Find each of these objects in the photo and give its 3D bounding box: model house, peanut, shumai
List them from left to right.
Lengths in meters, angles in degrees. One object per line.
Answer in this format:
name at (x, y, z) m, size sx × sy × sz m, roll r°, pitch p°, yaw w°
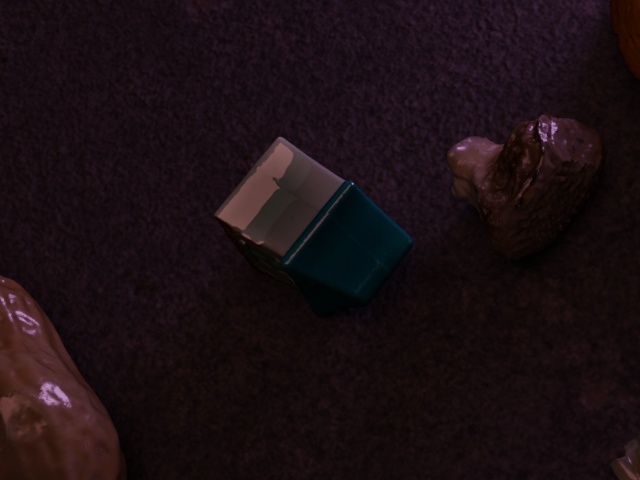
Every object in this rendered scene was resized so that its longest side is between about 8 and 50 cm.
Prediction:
peanut at (-0.275, 0.144, 1.532) m, size 0.143 × 0.159 × 0.291 m, roll -20°, pitch 62°, yaw -24°
model house at (0.000, 0.000, 1.543) m, size 0.149 × 0.127 × 0.100 m, roll 32°, pitch 79°, yaw 26°
shumai at (0.172, -0.058, 1.530) m, size 0.116 × 0.145 × 0.145 m, roll 36°, pitch 80°, yaw 29°

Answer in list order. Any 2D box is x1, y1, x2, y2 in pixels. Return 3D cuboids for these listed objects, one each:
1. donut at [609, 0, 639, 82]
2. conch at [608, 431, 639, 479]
donut at (0.390, -0.220, 1.561) m, size 0.253 × 0.118 × 0.254 m, roll 1°, pitch 62°, yaw -2°
conch at (0.334, 0.184, 1.392) m, size 0.200 × 0.131 × 0.172 m, roll 17°, pitch 74°, yaw 17°
